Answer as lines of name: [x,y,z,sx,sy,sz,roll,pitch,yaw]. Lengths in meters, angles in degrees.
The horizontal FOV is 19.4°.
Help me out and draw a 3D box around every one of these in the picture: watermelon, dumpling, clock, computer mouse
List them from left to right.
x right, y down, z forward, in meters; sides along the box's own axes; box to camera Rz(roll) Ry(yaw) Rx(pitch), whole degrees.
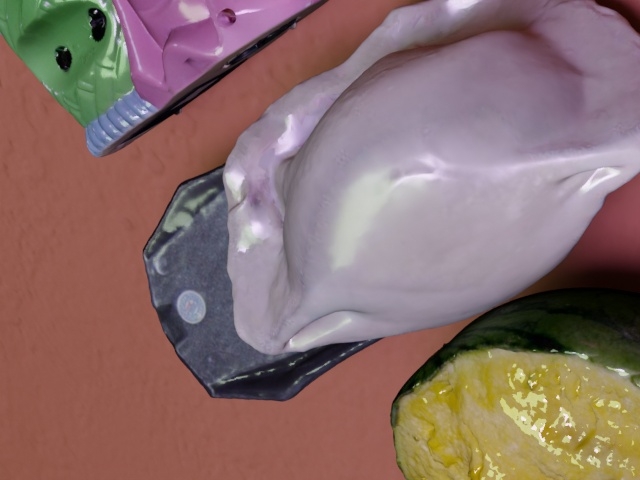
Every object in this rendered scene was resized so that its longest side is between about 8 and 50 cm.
clock: [-0.107,-0.157,0.930,0.194,0.100,0.195,-28,96,47]
computer mouse: [0.002,0.002,0.967,0.231,0.071,0.126,-33,80,33]
dumpling: [0.045,-0.041,0.840,0.229,0.124,0.151,-27,56,15]
watermelon: [0.153,0.108,0.870,0.232,0.127,0.204,32,142,16]
